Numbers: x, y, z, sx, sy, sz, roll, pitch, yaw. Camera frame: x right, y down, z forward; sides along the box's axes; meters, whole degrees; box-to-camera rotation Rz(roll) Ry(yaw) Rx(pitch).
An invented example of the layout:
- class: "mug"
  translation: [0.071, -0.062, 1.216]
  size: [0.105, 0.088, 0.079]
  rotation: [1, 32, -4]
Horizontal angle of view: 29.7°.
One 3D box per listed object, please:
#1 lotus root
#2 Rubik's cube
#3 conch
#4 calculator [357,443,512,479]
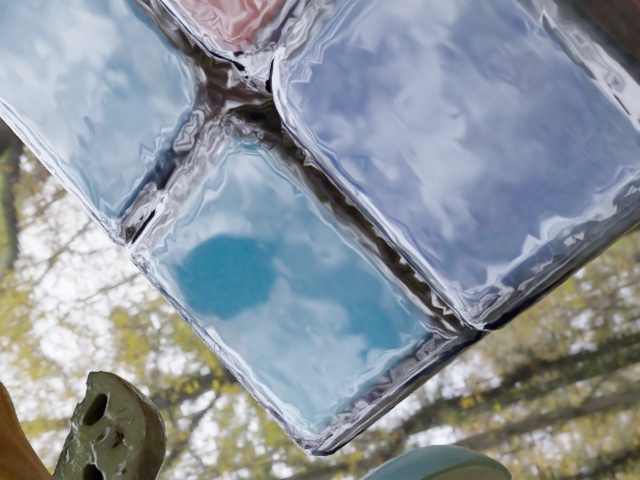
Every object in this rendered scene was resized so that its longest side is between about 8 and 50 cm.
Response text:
- class: "lotus root"
  translation: [-0.295, 0.305, 1.661]
  size: [0.234, 0.138, 0.119]
  rotation: [-66, -19, -5]
- class: "Rubik's cube"
  translation: [0.051, -0.132, 0.621]
  size: [0.318, 0.316, 0.313]
  rotation: [48, -133, 4]
- class: "conch"
  translation: [-0.343, 0.205, 1.238]
  size: [0.109, 0.330, 0.093]
  rotation: [-40, -32, -24]
- class: "calculator"
  translation: [0.019, 0.250, 0.806]
  size: [0.054, 0.256, 0.386]
  rotation: [31, -172, 20]
